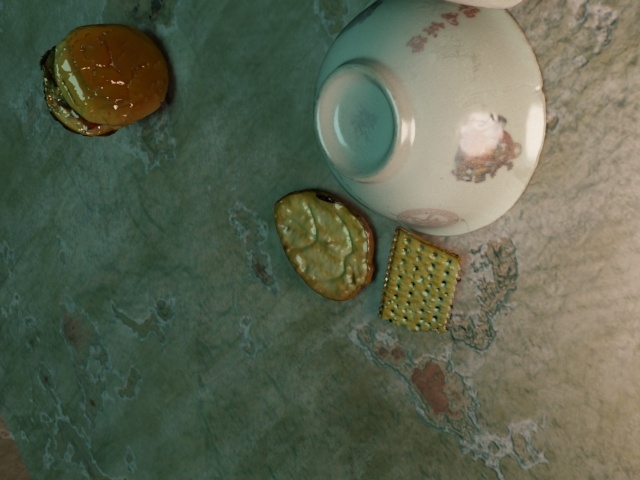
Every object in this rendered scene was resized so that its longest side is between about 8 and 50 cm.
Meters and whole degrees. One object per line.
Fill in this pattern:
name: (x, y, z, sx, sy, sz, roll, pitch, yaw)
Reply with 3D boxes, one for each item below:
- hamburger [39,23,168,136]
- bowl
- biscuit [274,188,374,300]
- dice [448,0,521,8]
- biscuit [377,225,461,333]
hamburger: (-0.453, -0.340, 2.031, 0.163, 0.244, 0.244, -10, 96, 56)
bowl: (0.119, -0.197, 1.535, 0.434, 0.196, 0.435, 15, 112, 40)
biscuit: (0.004, -0.002, 1.820, 0.260, 0.041, 0.203, 37, 129, 32)
dice: (0.204, -0.438, 1.369, 0.192, 0.194, 0.193, 28, 117, 35)
biscuit: (0.171, 0.083, 1.677, 0.144, 0.016, 0.203, 27, 128, 28)
